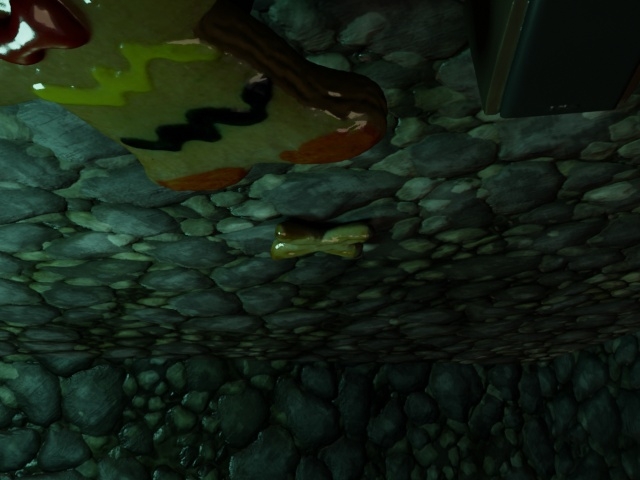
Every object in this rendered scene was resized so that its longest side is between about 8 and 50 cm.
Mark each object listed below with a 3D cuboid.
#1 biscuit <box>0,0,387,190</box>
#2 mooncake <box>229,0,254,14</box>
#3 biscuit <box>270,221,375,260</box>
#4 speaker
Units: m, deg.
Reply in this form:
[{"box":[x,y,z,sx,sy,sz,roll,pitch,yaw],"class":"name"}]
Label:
[{"box":[-0.165,-0.147,0.656,0.368,0.076,0.394,-10,156,31],"class":"biscuit"},{"box":[-0.178,-0.265,0.642,0.245,0.133,0.245,4,160,1],"class":"mooncake"},{"box":[0.000,-0.001,1.436,0.208,0.047,0.164,0,157,-10],"class":"biscuit"},{"box":[0.237,-0.256,0.647,0.153,0.192,0.231,-4,154,3],"class":"speaker"}]
